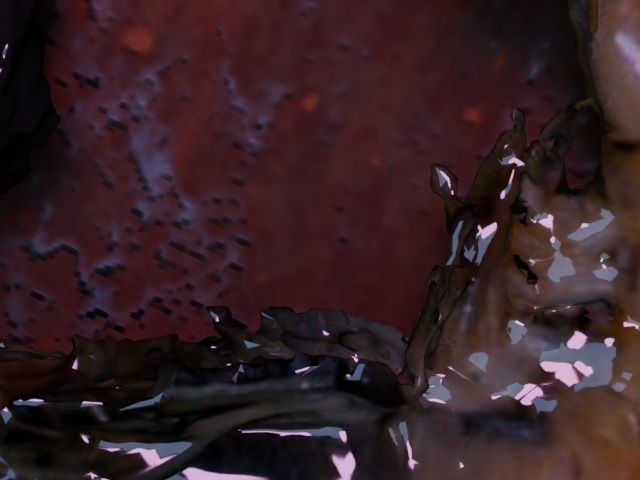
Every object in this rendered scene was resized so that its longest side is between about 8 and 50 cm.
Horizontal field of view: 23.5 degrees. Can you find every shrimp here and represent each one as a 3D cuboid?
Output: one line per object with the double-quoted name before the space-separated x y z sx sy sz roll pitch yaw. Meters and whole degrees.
"shrimp" 0.000 0.000 0.385 0.291 0.054 0.222 -3 112 -8

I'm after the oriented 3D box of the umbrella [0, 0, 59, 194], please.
"umbrella" -0.195 -0.140 0.407 0.118 0.118 0.340 -39 87 13
